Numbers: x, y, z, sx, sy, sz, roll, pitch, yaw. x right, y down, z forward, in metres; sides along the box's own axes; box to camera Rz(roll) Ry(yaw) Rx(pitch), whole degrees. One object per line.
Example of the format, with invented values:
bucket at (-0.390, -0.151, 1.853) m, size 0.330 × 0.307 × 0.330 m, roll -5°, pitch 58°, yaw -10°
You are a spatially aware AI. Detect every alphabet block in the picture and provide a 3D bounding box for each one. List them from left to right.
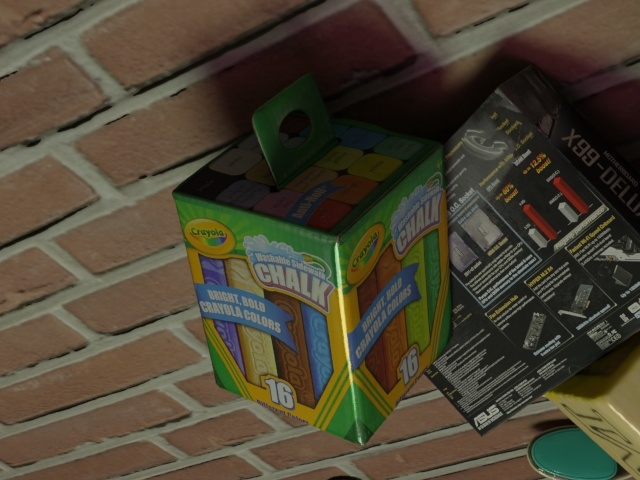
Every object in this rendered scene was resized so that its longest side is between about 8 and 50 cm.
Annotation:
alphabet block at (0.365, 0.147, 0.977) m, size 0.197 × 0.192 × 0.193 m, roll 42°, pitch 171°, yaw 0°

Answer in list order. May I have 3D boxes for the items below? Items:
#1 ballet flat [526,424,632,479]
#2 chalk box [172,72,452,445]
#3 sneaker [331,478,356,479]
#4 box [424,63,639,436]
ballet flat at (0.410, 0.296, 1.398) m, size 0.248 × 0.086 × 0.086 m, roll -4°, pitch 140°, yaw 7°
chalk box at (0.000, 0.000, 0.910) m, size 0.179 × 0.180 × 0.289 m, roll 17°, pitch 131°, yaw 31°
sneaker at (0.031, 0.484, 1.611) m, size 0.087 × 0.130 × 0.228 m, roll 6°, pitch 143°, yaw 0°
box at (0.178, 0.023, 0.978) m, size 0.242 × 0.076 × 0.307 m, roll 47°, pitch 134°, yaw 7°
